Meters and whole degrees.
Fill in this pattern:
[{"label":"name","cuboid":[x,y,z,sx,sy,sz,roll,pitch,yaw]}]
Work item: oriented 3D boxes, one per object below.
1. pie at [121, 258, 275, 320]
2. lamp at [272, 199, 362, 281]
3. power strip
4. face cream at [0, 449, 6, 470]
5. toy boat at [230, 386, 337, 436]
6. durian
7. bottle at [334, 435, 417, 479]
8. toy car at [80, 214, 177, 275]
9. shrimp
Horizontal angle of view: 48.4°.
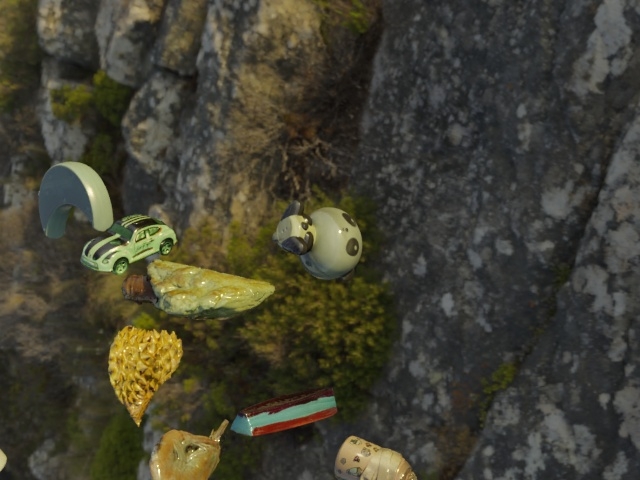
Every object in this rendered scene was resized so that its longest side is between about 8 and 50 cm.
[{"label":"pie","cuboid":[-0.231,0.096,1.432,0.275,0.257,0.105,11,101,46]},{"label":"lamp","cuboid":[0.000,0.000,1.857,0.198,0.244,0.197,-18,63,40]},{"label":"power strip","cuboid":[-0.557,-0.090,1.581,0.253,0.054,0.167,-3,96,41]},{"label":"face cream","cuboid":[-0.777,0.373,1.467,0.143,0.314,0.089,-12,30,35]},{"label":"toy boat","cuboid":[-0.080,0.475,1.978,0.136,0.392,0.079,2,92,40]},{"label":"durian","cuboid":[-0.515,0.339,2.002,0.186,0.195,0.305,-21,34,28]},{"label":"bottle","cuboid":[0.110,0.447,1.382,0.152,0.099,0.098,15,96,29]},{"label":"toy car","cuboid":[-0.574,-0.002,2.140,0.136,0.306,0.125,24,120,31]},{"label":"shrimp","cuboid":[-0.336,0.547,1.845,0.077,0.317,0.168,-27,98,27]}]
